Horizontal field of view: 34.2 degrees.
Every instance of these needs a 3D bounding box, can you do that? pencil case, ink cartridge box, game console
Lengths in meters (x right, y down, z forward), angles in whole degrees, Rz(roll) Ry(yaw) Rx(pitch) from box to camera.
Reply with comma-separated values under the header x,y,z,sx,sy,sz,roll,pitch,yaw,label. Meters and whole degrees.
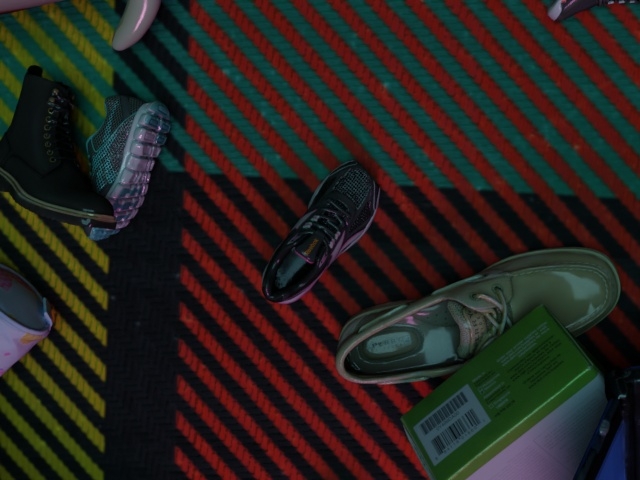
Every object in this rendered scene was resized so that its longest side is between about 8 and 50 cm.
x,y,z,sx,sy,sz,roll,pitch,yaw,label
-0.420,0.146,1.144,0.124,0.113,0.273,41,102,-19,pencil case
0.233,0.209,1.068,0.189,0.097,0.255,-41,132,10,ink cartridge box
0.333,0.265,0.964,0.250,0.173,0.293,-10,132,8,game console

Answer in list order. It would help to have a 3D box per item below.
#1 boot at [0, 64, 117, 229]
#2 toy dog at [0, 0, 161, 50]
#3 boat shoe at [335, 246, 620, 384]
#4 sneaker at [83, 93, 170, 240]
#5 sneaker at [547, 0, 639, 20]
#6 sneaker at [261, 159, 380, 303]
x,y,z,sx,sy,sz,roll,pitch,yaw,label
-0.272,-0.098,1.082,0.198,0.077,0.137,24,96,32,boot
-0.402,-0.295,1.034,0.408,0.284,0.395,-36,128,9,toy dog
0.161,0.086,1.066,0.302,0.098,0.109,-15,95,9,boat shoe
-0.224,-0.082,1.124,0.076,0.065,0.166,27,97,20,sneaker
0.301,-0.254,1.026,0.158,0.061,0.065,-33,98,11,sneaker
0.000,0.000,1.087,0.072,0.077,0.178,32,99,1,sneaker
